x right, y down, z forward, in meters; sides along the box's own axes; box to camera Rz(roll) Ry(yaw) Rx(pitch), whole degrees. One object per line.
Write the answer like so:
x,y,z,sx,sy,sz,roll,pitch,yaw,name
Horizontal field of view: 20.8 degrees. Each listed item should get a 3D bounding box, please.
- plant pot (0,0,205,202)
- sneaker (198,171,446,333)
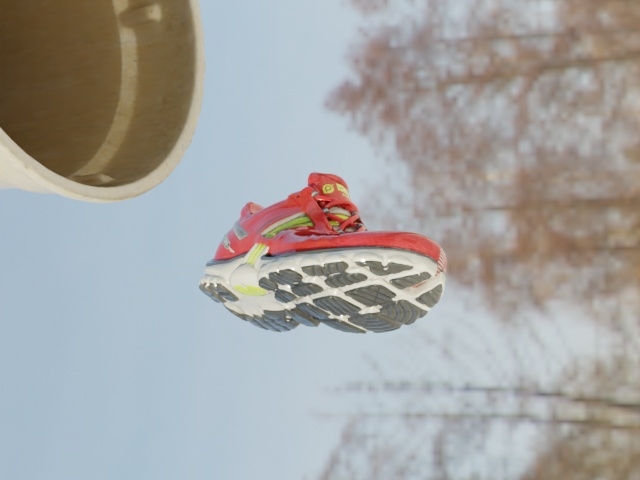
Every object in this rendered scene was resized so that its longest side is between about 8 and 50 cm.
-0.314,-0.164,1.402,0.334,0.305,0.334,27,-124,-52,plant pot
0.000,0.000,1.363,0.107,0.279,0.118,33,-110,-31,sneaker
